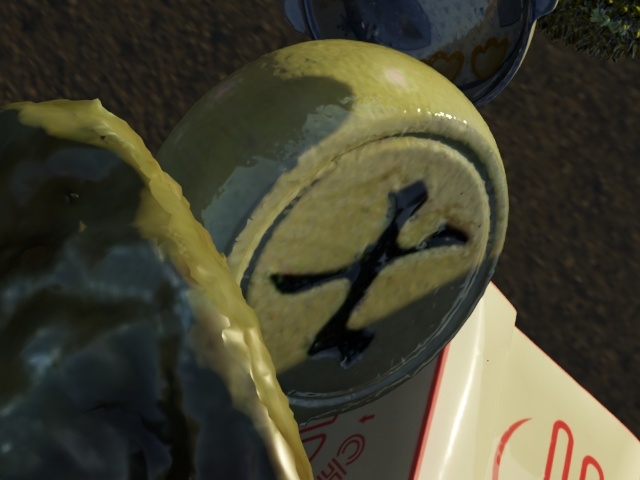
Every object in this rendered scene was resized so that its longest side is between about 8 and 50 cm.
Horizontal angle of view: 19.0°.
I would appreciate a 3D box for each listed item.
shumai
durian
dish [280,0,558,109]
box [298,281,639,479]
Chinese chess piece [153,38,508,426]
[{"bbox_3d":[-0.138,0.139,0.627,0.288,0.292,0.330,-17,107,-5],"label":"shumai"},{"bbox_3d":[0.268,-0.235,1.884,0.220,0.095,0.137,29,120,-9],"label":"durian"},{"bbox_3d":[0.096,-0.216,1.534,0.086,0.236,0.228,-32,140,-55],"label":"dish"},{"bbox_3d":[0.076,0.259,1.723,0.314,0.312,0.300,-23,128,39],"label":"box"},{"bbox_3d":[0.000,0.000,1.100,0.238,0.092,0.238,-22,133,-25],"label":"Chinese chess piece"}]
